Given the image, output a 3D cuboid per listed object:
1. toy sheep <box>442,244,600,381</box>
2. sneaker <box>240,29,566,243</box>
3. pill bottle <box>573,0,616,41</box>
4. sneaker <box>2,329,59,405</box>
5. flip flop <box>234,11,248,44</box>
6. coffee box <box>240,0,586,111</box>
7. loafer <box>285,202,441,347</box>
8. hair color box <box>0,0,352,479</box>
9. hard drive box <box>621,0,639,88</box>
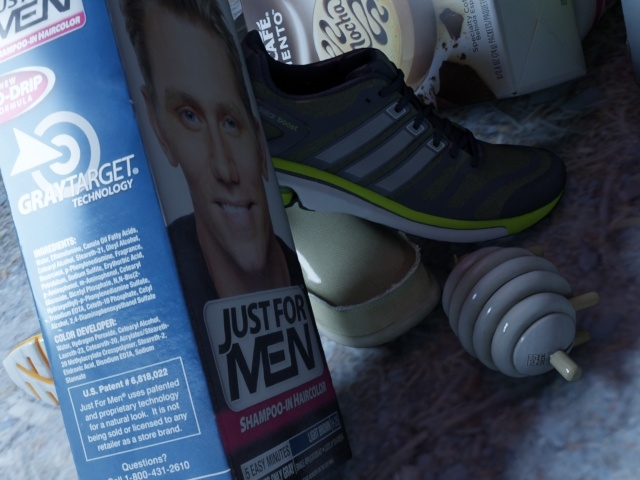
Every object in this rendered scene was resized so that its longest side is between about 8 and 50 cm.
[{"bbox_3d":[0.131,0.048,0.610,0.091,0.091,0.132,-36,38,-7],"label":"toy sheep"},{"bbox_3d":[0.056,-0.080,0.709,0.300,0.121,0.111,8,31,-12],"label":"sneaker"},{"bbox_3d":[0.260,-0.320,0.913,0.160,0.160,0.283,11,50,46],"label":"pill bottle"},{"bbox_3d":[-0.180,0.085,0.823,0.215,0.084,0.083,-17,31,6],"label":"sneaker"},{"bbox_3d":[-0.063,-0.206,1.118,0.112,0.080,0.277,1,60,33],"label":"flip flop"},{"bbox_3d":[0.071,-0.197,0.839,0.119,0.168,0.297,-21,11,-40],"label":"coffee box"},{"bbox_3d":[0.000,0.000,0.769,0.102,0.092,0.268,-39,33,-11],"label":"loafer"},{"bbox_3d":[-0.096,0.002,0.588,0.105,0.347,0.174,-18,-5,20],"label":"hair color box"},{"bbox_3d":[0.345,-0.205,0.666,0.232,0.181,0.089,-28,49,5],"label":"hard drive box"}]
